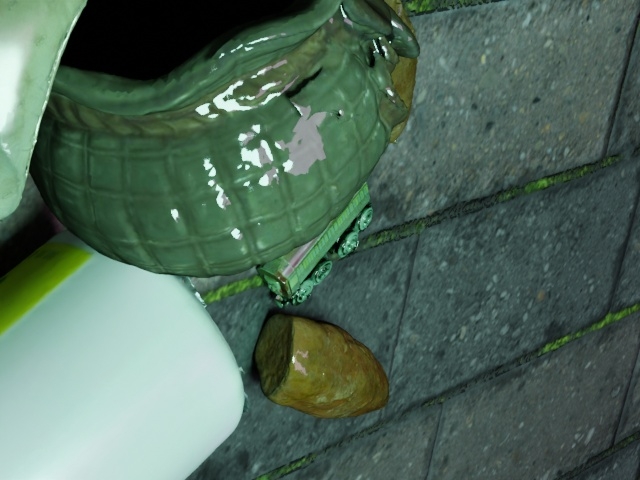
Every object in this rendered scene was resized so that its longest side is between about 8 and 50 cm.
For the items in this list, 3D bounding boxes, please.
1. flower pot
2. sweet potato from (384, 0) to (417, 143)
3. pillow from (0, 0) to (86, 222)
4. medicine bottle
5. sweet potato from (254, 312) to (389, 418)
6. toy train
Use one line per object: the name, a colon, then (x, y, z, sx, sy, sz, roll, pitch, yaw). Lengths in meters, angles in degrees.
flower pot: (-0.080, -0.132, 1.200, 0.302, 0.302, 0.213, -46, 141, -24)
sweet potato: (0.018, -0.197, 1.458, 0.114, 0.092, 0.341, -46, 146, 4)
pillow: (-0.288, -0.136, 0.994, 0.302, 0.075, 0.185, 18, 93, -23)
medicine bottle: (-0.247, 0.174, 1.238, 0.378, 0.213, 0.213, -43, 142, -29)
sweet potato: (0.007, 0.132, 1.679, 0.097, 0.097, 0.251, -62, 152, -1)
toy train: (0.000, 0.000, 1.616, 0.148, 0.038, 0.071, -50, 145, -21)
